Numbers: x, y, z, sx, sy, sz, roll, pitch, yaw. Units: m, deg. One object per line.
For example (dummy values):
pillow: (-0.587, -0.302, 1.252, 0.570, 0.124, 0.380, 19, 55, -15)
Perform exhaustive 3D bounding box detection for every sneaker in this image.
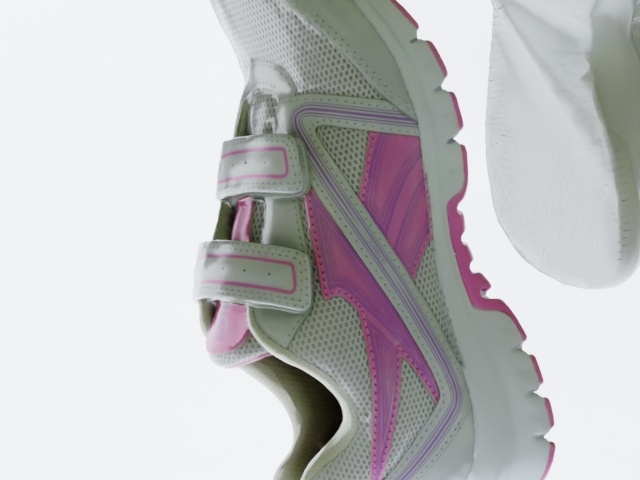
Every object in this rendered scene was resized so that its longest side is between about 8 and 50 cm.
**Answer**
sneaker: (0.096, -0.093, 0.521, 0.080, 0.212, 0.094, 30, -133, 35)
sneaker: (0.000, 0.000, 0.694, 0.111, 0.103, 0.252, -20, -91, -21)
